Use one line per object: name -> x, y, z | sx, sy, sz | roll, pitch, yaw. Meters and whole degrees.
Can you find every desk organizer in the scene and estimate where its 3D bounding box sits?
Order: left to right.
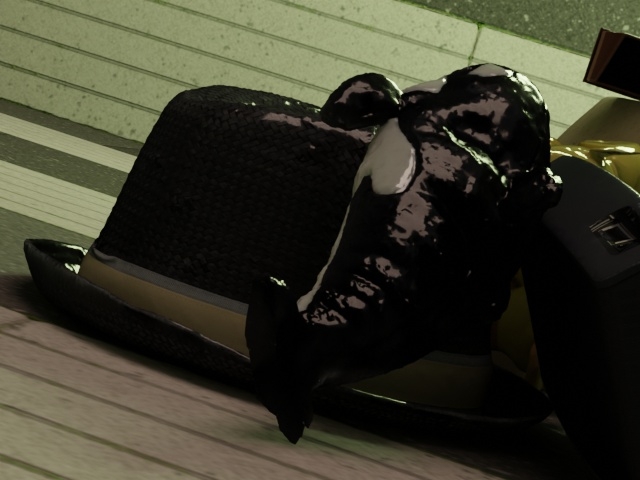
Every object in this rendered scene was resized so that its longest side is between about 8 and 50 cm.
desk organizer -> 0.284, -0.129, 1.208 | 0.130, 0.047, 0.050 | 16, 7, -12

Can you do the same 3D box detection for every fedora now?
fedora -> 0.000, 0.000, 0.896 | 0.334, 0.153, 0.334 | 17, 5, -1

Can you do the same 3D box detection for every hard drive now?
hard drive -> 0.160, 0.049, 0.849 | 0.054, 0.172, 0.255 | -13, 13, -1

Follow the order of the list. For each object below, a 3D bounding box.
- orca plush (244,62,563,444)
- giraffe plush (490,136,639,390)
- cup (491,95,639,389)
orca plush -> 0.064, -0.023, 0.746 | 0.102, 0.151, 0.287 | -24, 2, 39
giraffe plush -> 0.160, 0.016, 1.062 | 0.181, 0.171, 0.210 | -2, 8, -31
cup -> 0.280, 0.015, 1.261 | 0.331, 0.237, 0.331 | 17, 4, -1
